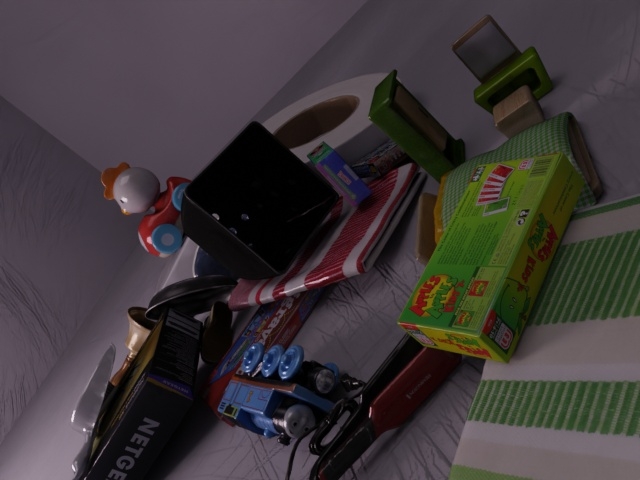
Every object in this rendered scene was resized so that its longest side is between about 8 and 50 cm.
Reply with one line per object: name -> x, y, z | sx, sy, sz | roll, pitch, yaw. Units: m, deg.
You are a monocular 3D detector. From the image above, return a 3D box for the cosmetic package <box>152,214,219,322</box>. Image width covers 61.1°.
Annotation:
cosmetic package -> -0.304, 0.002, 1.383 | 0.377, 0.098, 0.284 | -59, 20, 12

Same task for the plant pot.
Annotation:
plant pot -> -0.116, -0.042, 0.888 | 0.187, 0.188, 0.167 | -55, 10, -33

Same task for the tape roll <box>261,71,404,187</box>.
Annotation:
tape roll -> -0.004, -0.213, 1.102 | 0.392, 0.072, 0.392 | -23, 30, 14

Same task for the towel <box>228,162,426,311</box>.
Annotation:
towel -> 0.000, 0.000, 0.872 | 0.329, 0.037, 0.237 | -21, 26, 47

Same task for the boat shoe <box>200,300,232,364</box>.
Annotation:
boat shoe -> -0.196, 0.179, 1.014 | 0.049, 0.056, 0.152 | -56, 15, 28

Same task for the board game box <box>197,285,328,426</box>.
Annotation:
board game box -> -0.085, 0.147, 0.864 | 0.281, 0.027, 0.145 | -55, 22, -16

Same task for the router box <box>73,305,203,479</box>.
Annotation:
router box -> -0.314, 0.298, 0.921 | 0.308, 0.081, 0.243 | -56, 18, 12

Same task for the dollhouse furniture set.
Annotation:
dollhouse furniture set -> 0.170, -0.129, 0.637 | 0.198, 0.151, 0.301 | -36, 24, 34

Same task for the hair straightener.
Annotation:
hair straightener -> 0.041, 0.174, 0.537 | 0.230, 0.047, 0.089 | -53, 19, 3

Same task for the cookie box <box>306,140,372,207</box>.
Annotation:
cookie box -> 0.027, -0.107, 0.858 | 0.040, 0.092, 0.107 | -43, 18, 5

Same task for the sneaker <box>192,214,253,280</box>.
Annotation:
sneaker -> -0.141, -0.033, 1.154 | 0.350, 0.131, 0.148 | -51, 15, -6

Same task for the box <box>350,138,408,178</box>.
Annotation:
box -> 0.123, -0.151, 0.904 | 0.137, 0.027, 0.094 | -37, 15, -17

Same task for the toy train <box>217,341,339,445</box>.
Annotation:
toy train -> -0.050, 0.184, 0.653 | 0.184, 0.080, 0.105 | -13, 50, 56

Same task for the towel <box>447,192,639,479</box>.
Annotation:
towel -> 0.203, 0.090, 0.345 | 0.248, 0.038, 0.324 | -20, 36, 56

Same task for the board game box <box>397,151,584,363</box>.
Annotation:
board game box -> 0.149, 0.011, 0.472 | 0.092, 0.043, 0.181 | -2, 52, 57

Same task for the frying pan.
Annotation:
frying pan -> -0.245, 0.132, 1.125 | 0.198, 0.053, 0.326 | -16, -15, -5

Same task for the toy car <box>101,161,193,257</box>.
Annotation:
toy car -> -0.439, -0.091, 1.352 | 0.210, 0.238, 0.219 | -65, 16, -6

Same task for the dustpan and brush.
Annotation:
dustpan and brush -> -0.371, 0.290, 0.880 | 0.211, 0.060, 0.147 | -75, 10, -56

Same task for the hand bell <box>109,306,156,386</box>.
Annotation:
hand bell -> -0.469, 0.299, 1.339 | 0.241, 0.126, 0.126 | -61, 19, 6
